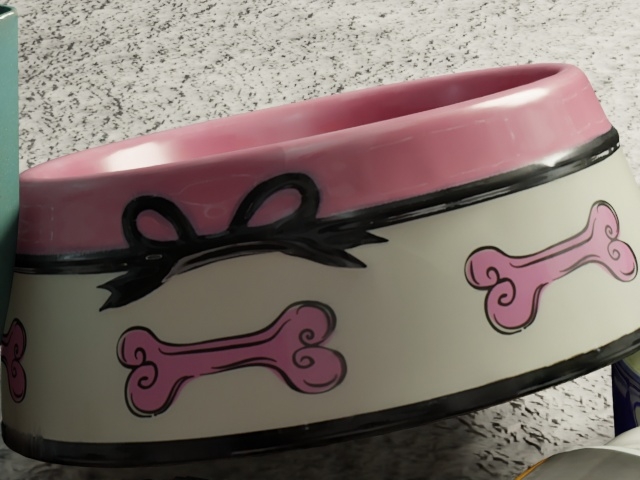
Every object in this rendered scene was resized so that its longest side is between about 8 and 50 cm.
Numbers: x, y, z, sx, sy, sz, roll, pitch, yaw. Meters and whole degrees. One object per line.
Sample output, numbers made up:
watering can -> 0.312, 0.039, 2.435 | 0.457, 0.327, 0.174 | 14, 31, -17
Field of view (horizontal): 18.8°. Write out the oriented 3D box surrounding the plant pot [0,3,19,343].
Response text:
plant pot -> -0.257, 0.005, 1.000 | 0.165, 0.234, 0.165 | 9, 25, 26

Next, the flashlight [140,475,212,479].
flashlight -> -0.184, 0.160, 1.039 | 0.304, 0.103, 0.103 | 8, 29, 10

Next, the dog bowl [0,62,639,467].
dog bowl -> 0.000, 0.000, 1.123 | 0.408, 0.150, 0.408 | -12, 7, 2

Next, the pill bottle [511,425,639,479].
pill bottle -> 0.120, 0.193, 0.922 | 0.162, 0.162, 0.278 | 19, 25, 28

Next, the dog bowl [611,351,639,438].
dog bowl -> 0.303, 0.091, 1.127 | 0.265, 0.104, 0.265 | -7, 22, 3
